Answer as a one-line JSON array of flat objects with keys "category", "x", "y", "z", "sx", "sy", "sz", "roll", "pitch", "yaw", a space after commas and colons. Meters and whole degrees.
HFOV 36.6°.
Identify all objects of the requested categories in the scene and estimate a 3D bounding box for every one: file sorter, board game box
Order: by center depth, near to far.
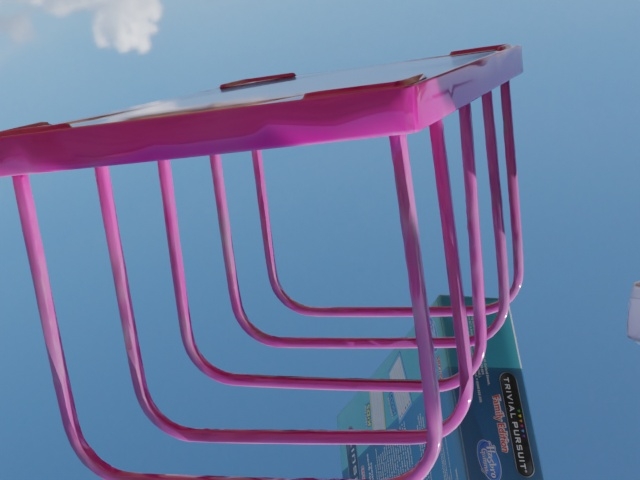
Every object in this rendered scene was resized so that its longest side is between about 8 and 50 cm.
[{"category": "file sorter", "x": 0.000, "y": 0.000, "z": 0.545, "sx": 0.202, "sy": 0.182, "sz": 0.291, "roll": -3, "pitch": -167, "yaw": 21}, {"category": "board game box", "x": 0.111, "y": 0.243, "z": 0.992, "sx": 0.079, "sy": 0.336, "sz": 0.254, "roll": 4, "pitch": -120, "yaw": -16}]

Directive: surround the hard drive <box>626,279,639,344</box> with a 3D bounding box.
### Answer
[{"category": "hard drive", "x": 0.319, "y": 0.049, "z": 0.427, "sx": 0.233, "sy": 0.047, "sz": 0.353, "roll": 5, "pitch": 178, "yaw": -5}]
